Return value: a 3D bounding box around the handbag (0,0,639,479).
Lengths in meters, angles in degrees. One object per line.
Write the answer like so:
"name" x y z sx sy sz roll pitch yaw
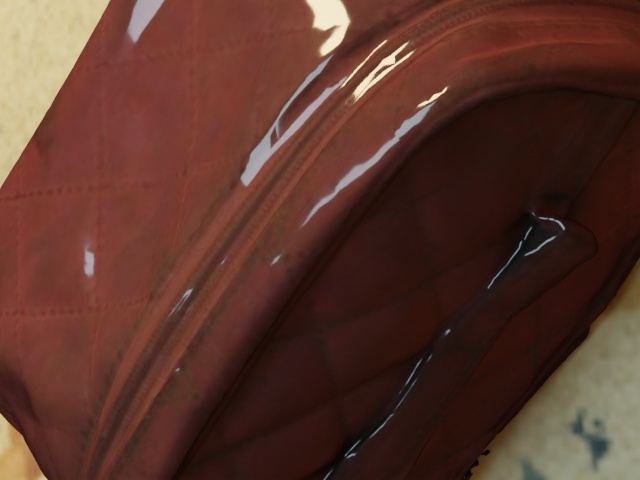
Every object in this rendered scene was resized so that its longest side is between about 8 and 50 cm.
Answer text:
"handbag" 0.000 0.000 0.562 0.135 0.146 0.225 50 118 33
